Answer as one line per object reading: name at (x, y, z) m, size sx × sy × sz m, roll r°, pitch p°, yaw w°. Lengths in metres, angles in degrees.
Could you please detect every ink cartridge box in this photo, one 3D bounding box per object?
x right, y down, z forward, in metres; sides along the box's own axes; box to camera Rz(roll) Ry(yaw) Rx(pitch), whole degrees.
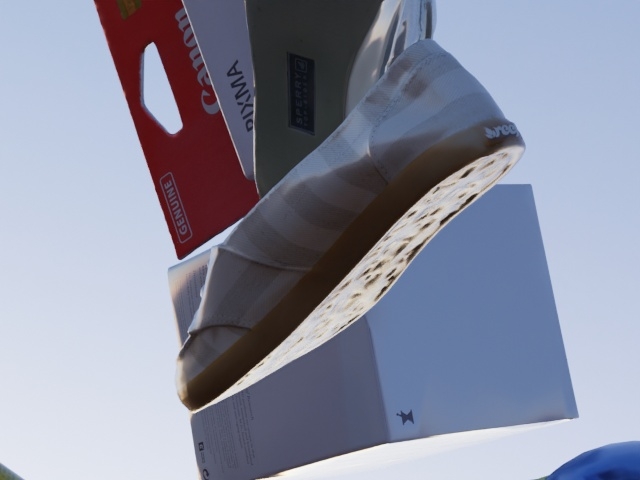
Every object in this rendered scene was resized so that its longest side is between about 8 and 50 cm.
ink cartridge box at (-0.082, -0.172, 1.312) m, size 0.261 × 0.296 × 0.066 m, roll -32°, pitch -24°, yaw 27°

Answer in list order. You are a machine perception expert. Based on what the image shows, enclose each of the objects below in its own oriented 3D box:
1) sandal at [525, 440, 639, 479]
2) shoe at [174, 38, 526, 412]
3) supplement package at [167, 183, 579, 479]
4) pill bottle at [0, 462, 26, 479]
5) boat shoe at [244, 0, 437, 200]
sandal at (0.112, 0.153, 0.258) m, size 0.138 × 0.317 × 0.126 m, roll -19°, pitch -48°, yaw -2°
shoe at (0.000, 0.000, 0.692) m, size 0.219 × 0.076 × 0.058 m, roll -44°, pitch -106°, yaw 37°
supplement package at (0.035, 0.082, 1.335) m, size 0.198 × 0.199 × 0.263 m, roll -1°, pitch -14°, yaw -37°
pill bottle at (-0.279, 0.231, 1.296) m, size 0.208 × 0.119 × 0.119 m, roll 39°, pitch -33°, yaw -15°
boat shoe at (0.015, -0.105, 0.771) m, size 0.079 × 0.081 × 0.227 m, roll 24°, pitch -49°, yaw 24°
